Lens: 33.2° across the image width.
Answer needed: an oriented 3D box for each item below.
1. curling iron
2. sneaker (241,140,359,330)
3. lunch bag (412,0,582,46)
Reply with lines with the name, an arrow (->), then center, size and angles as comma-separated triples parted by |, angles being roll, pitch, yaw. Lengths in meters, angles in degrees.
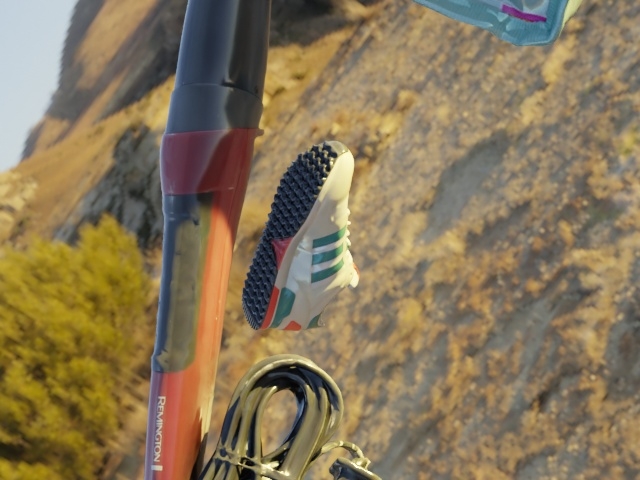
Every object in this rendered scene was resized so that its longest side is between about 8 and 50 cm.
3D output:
curling iron -> -0.021, -0.028, 0.340 | 0.035, 0.068, 0.274 | 110, 159, -73
sneaker -> 0.000, 0.000, 0.817 | 0.057, 0.075, 0.161 | 50, 123, 52
lunch bag -> 0.082, -0.243, 0.394 | 0.223, 0.160, 0.262 | -54, -22, -44
